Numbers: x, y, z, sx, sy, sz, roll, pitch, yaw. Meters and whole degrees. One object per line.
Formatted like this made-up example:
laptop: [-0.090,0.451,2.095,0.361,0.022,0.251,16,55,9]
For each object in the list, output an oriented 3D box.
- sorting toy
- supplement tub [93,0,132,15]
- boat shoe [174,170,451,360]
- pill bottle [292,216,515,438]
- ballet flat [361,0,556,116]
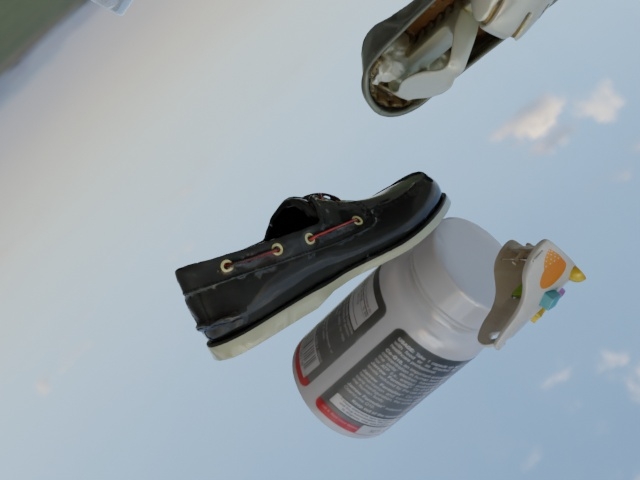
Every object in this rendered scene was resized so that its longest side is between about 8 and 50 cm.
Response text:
sorting toy: [0.132,0.040,0.866,0.075,0.045,0.083,-53,-175,-4]
supplement tub: [-0.131,-0.338,0.893,0.316,0.228,0.228,-56,-167,6]
boat shoe: [0.001,0.000,0.522,0.133,0.042,0.049,-30,-174,-34]
pill bottle: [0.105,0.108,1.595,0.283,0.161,0.161,-45,-170,36]
ballet flat: [0.100,-0.139,0.808,0.213,0.072,0.068,-35,-142,47]
